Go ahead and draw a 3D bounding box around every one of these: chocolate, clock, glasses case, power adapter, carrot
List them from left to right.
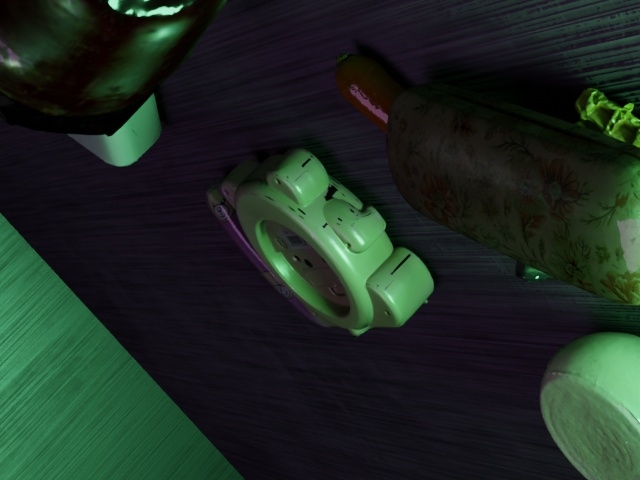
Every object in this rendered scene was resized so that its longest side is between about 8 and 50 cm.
[{"bbox_3d":[-0.364,-0.259,2.014,0.187,0.124,0.255,34,157,18],"label":"power adapter"},{"bbox_3d":[-0.237,-0.342,1.418,0.331,0.384,0.384,-16,120,49],"label":"chocolate"},{"bbox_3d":[-0.080,0.022,2.089,0.316,0.076,0.123,49,177,-15],"label":"glasses case"},{"bbox_3d":[0.000,0.000,1.898,0.309,0.114,0.284,52,158,-16],"label":"clock"},{"bbox_3d":[0.116,-0.130,1.537,0.271,0.062,0.066,43,125,-11],"label":"carrot"},{"bbox_3d":[0.212,-0.060,1.327,0.425,0.098,0.157,29,134,52],"label":"glasses case"}]

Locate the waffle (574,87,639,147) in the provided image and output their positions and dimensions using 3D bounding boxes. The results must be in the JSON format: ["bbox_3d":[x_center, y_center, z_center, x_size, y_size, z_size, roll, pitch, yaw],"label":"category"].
[{"bbox_3d":[0.347,-0.074,1.260,0.192,0.046,0.161,14,136,42],"label":"waffle"}]

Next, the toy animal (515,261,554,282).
[{"bbox_3d":[0.301,0.007,1.411,0.121,0.094,0.225,11,170,-31],"label":"toy animal"}]

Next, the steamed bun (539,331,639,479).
[{"bbox_3d":[0.393,0.210,1.563,0.232,0.145,0.232,42,152,28],"label":"steamed bun"}]
